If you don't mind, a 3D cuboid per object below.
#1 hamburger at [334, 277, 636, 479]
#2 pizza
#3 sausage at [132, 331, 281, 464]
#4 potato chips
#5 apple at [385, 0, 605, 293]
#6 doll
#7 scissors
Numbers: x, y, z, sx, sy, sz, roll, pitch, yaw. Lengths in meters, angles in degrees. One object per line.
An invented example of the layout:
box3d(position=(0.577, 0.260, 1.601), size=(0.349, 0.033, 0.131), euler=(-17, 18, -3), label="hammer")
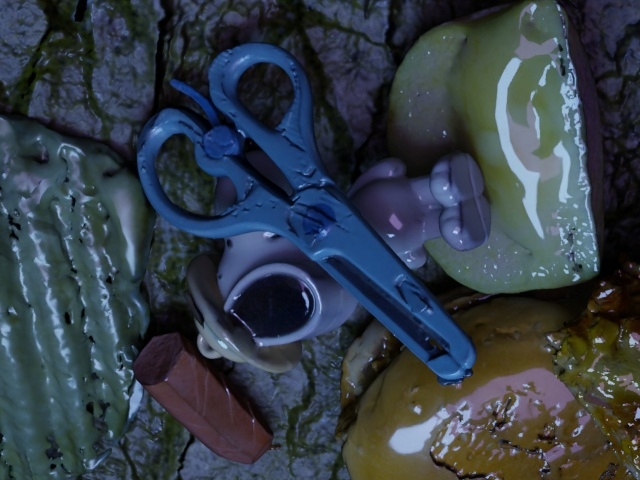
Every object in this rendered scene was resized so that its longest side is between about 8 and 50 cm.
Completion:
box3d(position=(0.179, 0.181, 1.567), size=(0.304, 0.174, 0.284), euler=(-21, 117, 6), label="hamburger")
box3d(position=(0.297, 0.108, 1.431), size=(0.229, 0.081, 0.289), euler=(14, 85, -14), label="pizza")
box3d(position=(-0.102, 0.154, 1.575), size=(0.065, 0.065, 0.169), euler=(-34, 128, 8), label="sausage")
box3d(position=(-0.335, 0.068, 1.513), size=(0.373, 0.097, 0.389), euler=(5, 108, -25), label="potato chips")
box3d(position=(0.157, -0.089, 1.491), size=(0.193, 0.120, 0.265), euler=(-2, 111, 28), label="apple")
box3d(position=(0.010, 0.019, 1.469), size=(0.271, 0.144, 0.208), euler=(6, 99, 26), label="doll")
box3d(position=(-0.011, -0.018, 1.405), size=(0.180, 0.393, 0.032), euler=(-49, 152, 9), label="scissors")
